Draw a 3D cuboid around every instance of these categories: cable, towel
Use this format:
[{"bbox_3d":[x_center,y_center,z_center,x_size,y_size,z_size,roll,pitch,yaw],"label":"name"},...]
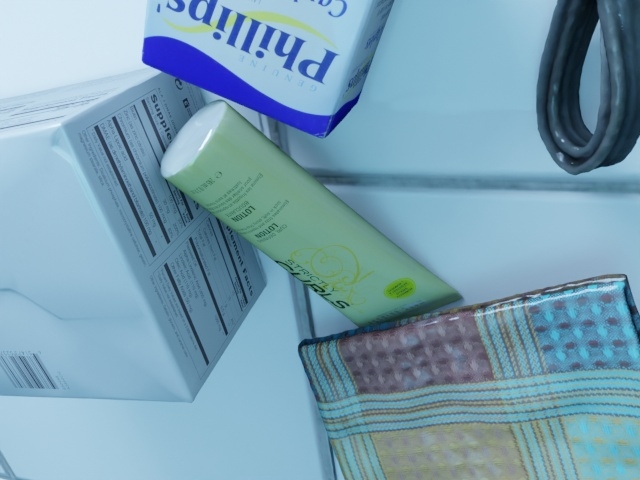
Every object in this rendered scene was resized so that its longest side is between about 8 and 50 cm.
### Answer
[{"bbox_3d":[0.126,-0.162,0.260,0.139,0.072,0.287,55,153,35],"label":"cable"},{"bbox_3d":[0.150,0.226,0.446,0.271,0.040,0.370,-18,97,30],"label":"towel"}]

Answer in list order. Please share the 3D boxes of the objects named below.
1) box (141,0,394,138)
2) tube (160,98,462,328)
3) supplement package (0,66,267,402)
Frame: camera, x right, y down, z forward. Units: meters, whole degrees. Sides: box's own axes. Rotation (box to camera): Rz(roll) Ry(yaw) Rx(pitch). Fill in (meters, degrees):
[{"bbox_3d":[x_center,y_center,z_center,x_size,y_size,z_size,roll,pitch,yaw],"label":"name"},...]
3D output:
[{"bbox_3d":[-0.023,-0.149,0.335,0.126,0.072,0.137,24,127,4],"label":"box"},{"bbox_3d":[0.000,0.000,0.417,0.240,0.062,0.070,39,169,-33],"label":"tube"},{"bbox_3d":[-0.208,-0.001,0.451,0.262,0.145,0.204,-4,119,22],"label":"supplement package"}]
